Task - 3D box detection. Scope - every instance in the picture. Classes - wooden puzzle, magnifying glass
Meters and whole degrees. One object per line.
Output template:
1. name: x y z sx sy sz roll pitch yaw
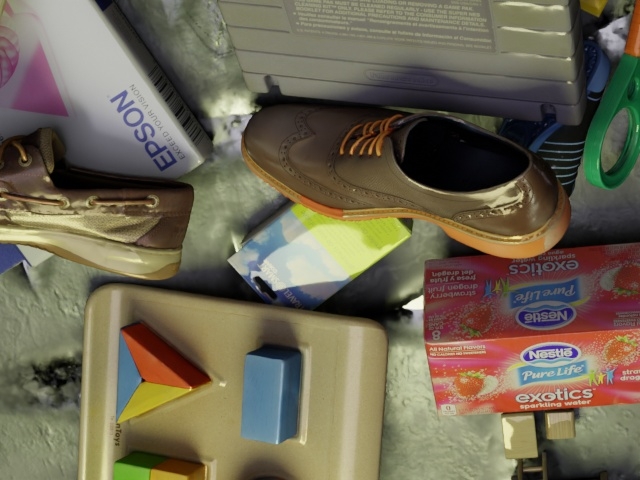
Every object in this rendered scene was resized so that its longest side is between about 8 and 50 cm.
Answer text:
1. wooden puzzle: -0.110 0.226 1.808 0.347 0.080 0.322 7 99 18
2. magnifying glass: 0.313 -0.164 1.678 0.026 0.092 0.231 23 107 35

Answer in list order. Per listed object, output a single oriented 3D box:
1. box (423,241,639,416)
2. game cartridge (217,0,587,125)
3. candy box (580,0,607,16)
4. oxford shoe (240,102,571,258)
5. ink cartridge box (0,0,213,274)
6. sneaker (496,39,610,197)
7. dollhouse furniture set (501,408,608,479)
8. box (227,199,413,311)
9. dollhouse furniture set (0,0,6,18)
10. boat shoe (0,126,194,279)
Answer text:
1. box: 0.240 0.094 1.739 0.256 0.123 0.128 -4 136 9
2. game cartridge: 0.076 -0.215 1.598 0.355 0.068 0.230 8 145 17
3. candy box: 0.211 -0.313 1.652 0.205 0.027 0.105 25 114 -3
4. oxford shoe: 0.071 -0.092 1.649 0.363 0.130 0.133 13 157 26
5. ink cartridge box: -0.338 -0.142 1.766 0.330 0.071 0.324 -31 105 16
6. sneaker: 0.236 -0.095 1.715 0.090 0.081 0.232 26 103 -41
7. dollhouse furniture set: 0.298 0.261 1.828 0.181 0.101 0.161 -5 111 9
8. box: 0.000 0.000 1.793 0.178 0.042 0.109 -38 102 19
9. dollhouse furniture set: -0.370 -0.267 1.577 0.286 0.198 0.303 23 97 17
10. boat shoe: -0.297 -0.061 1.700 0.342 0.123 0.123 16 107 -5
